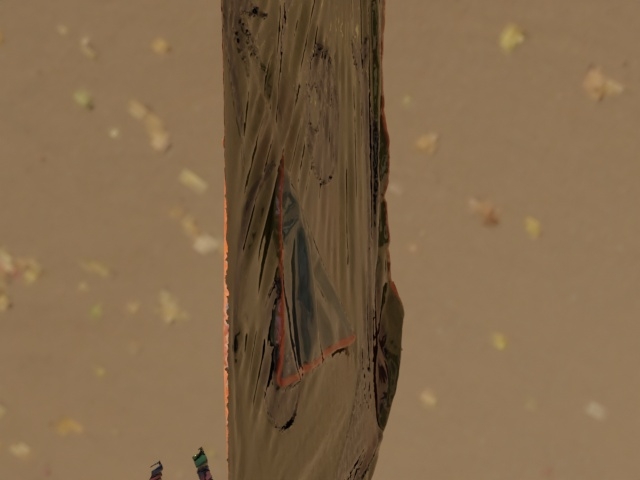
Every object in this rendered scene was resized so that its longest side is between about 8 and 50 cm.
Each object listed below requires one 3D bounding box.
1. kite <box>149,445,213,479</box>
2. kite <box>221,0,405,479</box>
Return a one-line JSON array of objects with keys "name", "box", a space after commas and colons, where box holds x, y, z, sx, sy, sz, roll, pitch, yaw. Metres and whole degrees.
[{"name": "kite", "box": [-0.077, 0.210, 1.473, 0.015, 0.152, 0.285, 59, 165, 27]}, {"name": "kite", "box": [-0.002, 0.000, 0.681, 0.013, 0.377, 0.327, 3, 152, 13]}]
